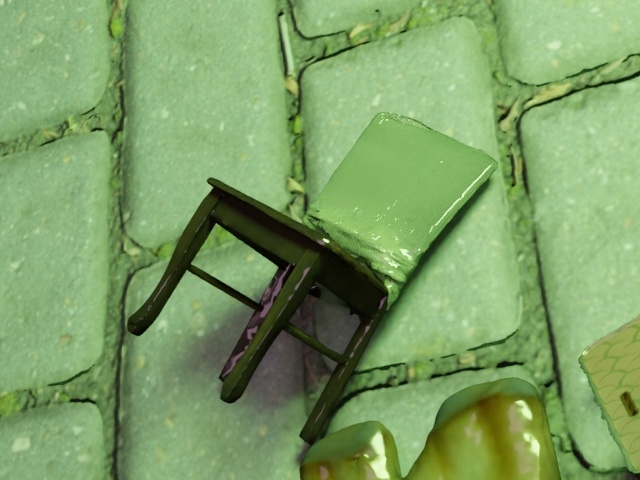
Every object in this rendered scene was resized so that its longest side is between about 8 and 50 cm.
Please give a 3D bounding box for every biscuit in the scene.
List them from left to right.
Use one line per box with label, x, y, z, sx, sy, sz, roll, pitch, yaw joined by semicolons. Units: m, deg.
biscuit;0.097;0.270;0.907;0.237;0.062;0.291;-25;56;27

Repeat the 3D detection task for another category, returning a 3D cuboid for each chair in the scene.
chair;0.000;0.000;1.028;0.160;0.186;0.319;28;84;38

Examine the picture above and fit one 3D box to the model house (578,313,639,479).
model house;0.302;0.144;0.774;0.169;0.244;0.326;-31;57;15
